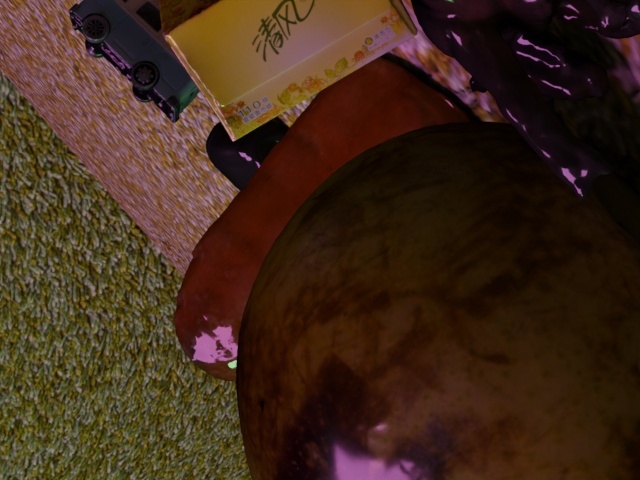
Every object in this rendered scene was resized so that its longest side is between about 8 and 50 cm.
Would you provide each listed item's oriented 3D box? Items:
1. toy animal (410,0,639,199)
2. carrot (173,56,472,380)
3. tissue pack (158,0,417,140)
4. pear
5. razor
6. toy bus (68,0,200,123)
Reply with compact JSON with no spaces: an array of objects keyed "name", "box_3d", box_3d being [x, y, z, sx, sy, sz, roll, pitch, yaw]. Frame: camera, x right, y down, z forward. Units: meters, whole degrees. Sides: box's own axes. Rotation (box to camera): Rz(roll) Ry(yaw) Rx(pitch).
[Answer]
[{"name":"toy animal","box_3d":[0.065,-0.111,0.591,0.148,0.084,0.232,34,169,49]},{"name":"carrot","box_3d":[0.000,0.000,0.909,0.159,0.225,0.159,47,171,10]},{"name":"tissue pack","box_3d":[-0.024,-0.126,0.665,0.062,0.095,0.176,58,-172,-27]},{"name":"pear","box_3d":[0.083,0.082,0.733,0.283,0.283,0.283,42,169,10]},{"name":"razor","box_3d":[-0.053,-0.068,1.285,0.090,0.054,0.148,44,171,-18]},{"name":"toy bus","box_3d":[-0.145,-0.166,1.195,0.123,0.075,0.060,44,170,1]}]
